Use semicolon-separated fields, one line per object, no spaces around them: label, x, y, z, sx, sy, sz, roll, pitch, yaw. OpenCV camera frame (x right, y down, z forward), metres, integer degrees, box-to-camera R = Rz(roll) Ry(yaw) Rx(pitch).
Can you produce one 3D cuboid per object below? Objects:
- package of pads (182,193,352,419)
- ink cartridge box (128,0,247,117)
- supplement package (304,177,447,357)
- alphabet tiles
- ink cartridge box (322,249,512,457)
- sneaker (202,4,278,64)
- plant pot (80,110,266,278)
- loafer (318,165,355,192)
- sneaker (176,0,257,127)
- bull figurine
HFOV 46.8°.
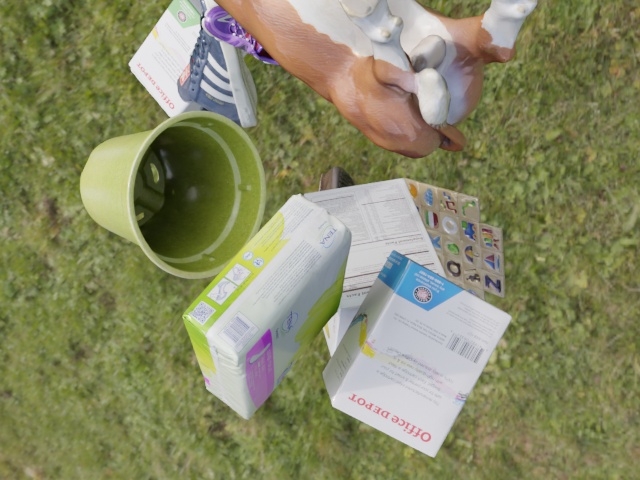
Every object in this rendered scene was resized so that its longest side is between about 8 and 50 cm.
package of pads;-0.062;0.095;0.993;0.101;0.229;0.296;35;157;14
ink cartridge box;-0.344;-0.485;1.939;0.201;0.117;0.278;51;126;2
supplement package;0.090;0.057;1.363;0.198;0.262;0.199;-10;142;-10
alphabet tiles;0.285;0.007;1.710;0.342;0.011;0.285;22;131;47
ink cartridge box;0.133;0.160;1.097;0.171;0.168;0.232;29;92;-6
sneaker;-0.127;-0.364;1.311;0.170;0.071;0.068;20;106;-30
plant pot;-0.282;-0.089;1.296;0.254;0.276;0.276;10;134;43
loafer;0.000;0.000;1.718;0.130;0.365;0.134;1;164;28
sneaker;-0.222;-0.348;1.462;0.148;0.131;0.350;-5;143;3
bull figurine;-0.020;-0.168;0.440;0.310;0.101;0.188;37;172;0
